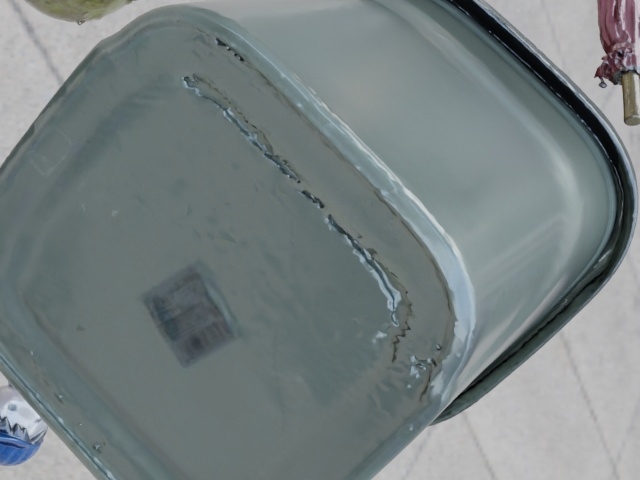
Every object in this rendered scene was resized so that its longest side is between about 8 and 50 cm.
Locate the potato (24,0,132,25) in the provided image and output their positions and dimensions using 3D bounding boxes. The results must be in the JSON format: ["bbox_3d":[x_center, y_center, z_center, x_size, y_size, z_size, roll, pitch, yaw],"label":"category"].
[{"bbox_3d":[-0.247,-0.342,1.050,0.210,0.173,0.307,61,9,-61],"label":"potato"}]

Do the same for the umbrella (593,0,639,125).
[{"bbox_3d":[0.136,-0.117,0.505,0.025,0.027,0.165,54,36,-50],"label":"umbrella"}]

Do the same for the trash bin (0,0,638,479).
[{"bbox_3d":[0.000,0.000,0.492,0.219,0.220,0.250,45,22,7],"label":"trash bin"}]

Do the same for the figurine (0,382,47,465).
[{"bbox_3d":[-0.289,0.145,1.082,0.086,0.087,0.149,35,71,-35],"label":"figurine"}]
